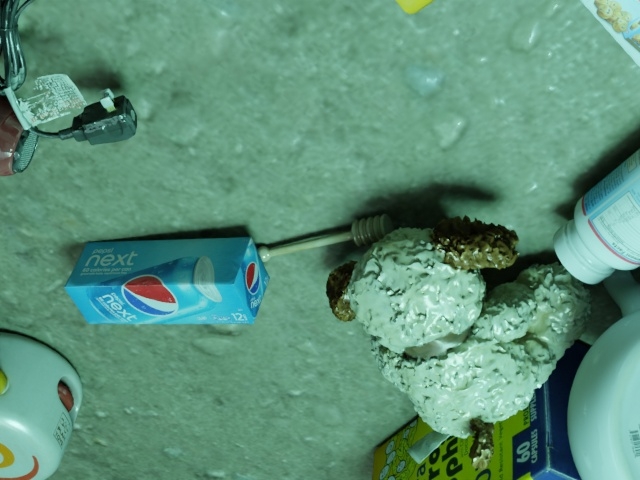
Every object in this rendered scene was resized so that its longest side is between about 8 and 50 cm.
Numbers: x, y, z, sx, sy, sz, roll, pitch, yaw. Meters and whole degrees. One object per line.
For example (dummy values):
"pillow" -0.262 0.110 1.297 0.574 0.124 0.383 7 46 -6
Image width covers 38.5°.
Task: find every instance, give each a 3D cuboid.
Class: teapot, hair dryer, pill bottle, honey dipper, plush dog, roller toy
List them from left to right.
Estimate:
"hair dryer" -0.326 -0.165 0.858 0.293 0.080 0.224 -15 115 17
"roller toy" -0.419 0.227 1.200 0.191 0.146 0.209 34 130 -23
"honey dipper" 0.000 0.000 0.981 0.160 0.030 0.030 -11 132 26
"plush dog" 0.119 0.087 0.931 0.262 0.210 0.225 -24 115 31
"pill bottle" 0.296 -0.028 0.853 0.087 0.087 0.160 28 134 -17
"teapot" 0.343 0.182 0.880 0.252 0.256 0.187 36 168 1

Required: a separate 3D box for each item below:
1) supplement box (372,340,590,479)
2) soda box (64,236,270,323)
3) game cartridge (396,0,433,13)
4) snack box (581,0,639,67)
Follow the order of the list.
"supplement box" 0.231 0.298 1.119 0.195 0.194 0.356 26 134 -16
"soda box" -0.169 0.046 1.011 0.210 0.071 0.067 -2 135 21
"game cartridge" 0.102 -0.337 0.600 0.323 0.053 0.285 -28 125 34
"snack box" 0.256 -0.194 0.738 0.178 0.022 0.064 38 129 -26
